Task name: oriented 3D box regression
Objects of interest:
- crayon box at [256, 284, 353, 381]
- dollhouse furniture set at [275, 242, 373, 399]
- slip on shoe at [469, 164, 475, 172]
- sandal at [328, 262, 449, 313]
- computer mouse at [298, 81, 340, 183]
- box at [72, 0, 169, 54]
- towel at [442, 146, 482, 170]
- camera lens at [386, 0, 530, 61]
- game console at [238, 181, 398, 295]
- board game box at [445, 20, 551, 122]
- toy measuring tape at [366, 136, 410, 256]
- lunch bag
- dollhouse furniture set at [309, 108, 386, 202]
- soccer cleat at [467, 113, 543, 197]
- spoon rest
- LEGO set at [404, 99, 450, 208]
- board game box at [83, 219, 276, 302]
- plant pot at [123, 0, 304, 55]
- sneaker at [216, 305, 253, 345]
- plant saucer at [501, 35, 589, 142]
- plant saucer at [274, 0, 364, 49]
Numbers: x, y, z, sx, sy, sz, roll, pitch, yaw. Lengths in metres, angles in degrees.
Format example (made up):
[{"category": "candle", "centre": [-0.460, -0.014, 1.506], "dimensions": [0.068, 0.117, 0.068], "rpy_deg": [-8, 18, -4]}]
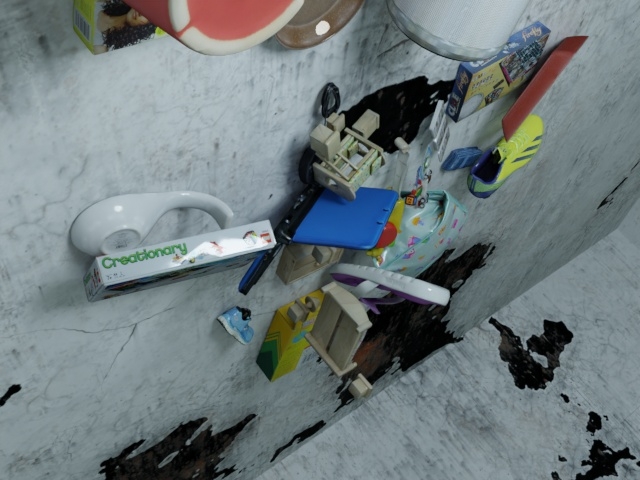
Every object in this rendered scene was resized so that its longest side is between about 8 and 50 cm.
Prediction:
[{"category": "crayon box", "centre": [-0.045, 0.238, 2.253], "dimensions": [0.202, 0.081, 0.319], "rpy_deg": [-23, 152, -35]}, {"category": "dollhouse furniture set", "centre": [0.079, 0.128, 1.898], "dimensions": [0.173, 0.355, 0.303], "rpy_deg": [-25, 152, -33]}, {"category": "slip on shoe", "centre": [0.451, -0.192, 2.292], "dimensions": [0.135, 0.051, 0.041], "rpy_deg": [26, 72, -56]}, {"category": "sandal", "centre": [0.142, 0.127, 2.029], "dimensions": [0.169, 0.416, 0.102], "rpy_deg": [21, 83, -30]}, {"category": "computer mouse", "centre": [-0.007, -0.206, 1.588], "dimensions": [0.071, 0.041, 0.242], "rpy_deg": [-37, 153, -41]}, {"category": "box", "centre": [-0.201, -0.314, 1.067], "dimensions": [0.232, 0.058, 0.087], "rpy_deg": [-26, 153, -31]}, {"category": "towel", "centre": [0.369, -0.211, 2.146], "dimensions": [0.119, 0.029, 0.067], "rpy_deg": [-15, 147, -46]}, {"category": "camera lens", "centre": [0.243, -0.442, 1.304], "dimensions": [0.219, 0.219, 0.274], "rpy_deg": [-21, 150, -38]}, {"category": "game console", "centre": [0.000, 0.000, 1.641], "dimensions": [0.250, 0.173, 0.293], "rpy_deg": [-55, -179, 28]}, {"category": "board game box", "centre": [0.403, -0.382, 1.875], "dimensions": [0.243, 0.042, 0.165], "rpy_deg": [-31, 156, -22]}, {"category": "toy measuring tape", "centre": [0.134, -0.086, 1.928], "dimensions": [0.121, 0.121, 0.330], "rpy_deg": [-25, 139, -32]}, {"category": "lunch bag", "centre": [0.252, -0.028, 2.134], "dimensions": [0.262, 0.160, 0.223], "rpy_deg": [-39, 156, 12]}, {"category": "dollhouse furniture set", "centre": [0.078, -0.195, 1.588], "dimensions": [0.182, 0.101, 0.161], "rpy_deg": [-49, 159, -20]}, {"category": "soccer cleat", "centre": [0.497, -0.232, 2.182], "dimensions": [0.289, 0.093, 0.121], "rpy_deg": [-47, 155, -10]}, {"category": "spoon rest", "centre": [-0.293, -0.035, 1.423], "dimensions": [0.276, 0.084, 0.137], "rpy_deg": [-9, 142, -29]}, {"category": "LEGO set", "centre": [0.236, -0.178, 1.897], "dimensions": [0.182, 0.060, 0.244], "rpy_deg": [53, 54, -67]}, {"category": "board game box", "centre": [-0.251, 0.038, 1.449], "dimensions": [0.305, 0.053, 0.193], "rpy_deg": [-13, 173, -25]}, {"category": "plant pot", "centre": [-0.138, -0.346, 0.873], "dimensions": [0.274, 0.243, 0.275], "rpy_deg": [-34, 156, -17]}, {"category": "sneaker", "centre": [-0.188, 0.202, 1.998], "dimensions": [0.073, 0.063, 0.162], "rpy_deg": [-42, 157, -4]}, {"category": "plant saucer", "centre": [0.534, -0.379, 1.992], "dimensions": [0.258, 0.047, 0.259], "rpy_deg": [-56, 172, 33]}, {"category": "plant saucer", "centre": [-0.003, -0.385, 1.268], "dimensions": [0.198, 0.036, 0.199], "rpy_deg": [-32, 156, -16]}]
